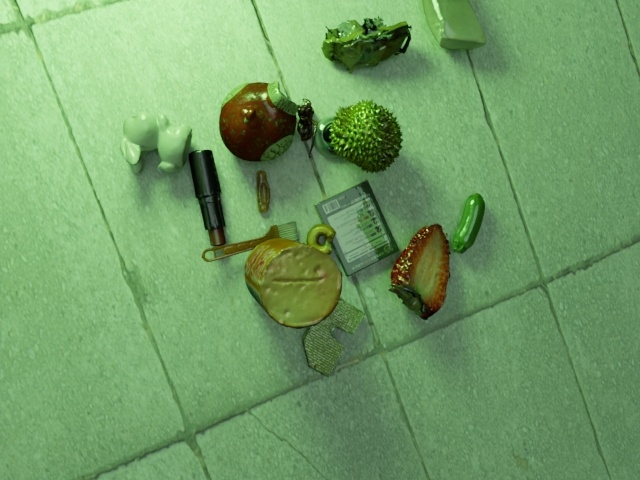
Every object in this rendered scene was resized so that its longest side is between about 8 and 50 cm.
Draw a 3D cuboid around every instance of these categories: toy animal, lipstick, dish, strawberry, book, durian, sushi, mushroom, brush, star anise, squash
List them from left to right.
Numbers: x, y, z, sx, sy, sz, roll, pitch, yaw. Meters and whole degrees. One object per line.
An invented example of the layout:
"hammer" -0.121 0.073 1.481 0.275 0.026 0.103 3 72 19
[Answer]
"toy animal" -0.483 -0.286 1.271 0.193 0.127 0.178 6 91 -13
"lipstick" -0.342 -0.129 1.320 0.081 0.081 0.299 -10 97 -10
"brush" -0.216 0.014 1.345 0.314 0.017 0.090 -15 104 -19
"star anise" -0.043 -0.356 1.364 0.070 0.097 0.190 3 90 5
"dish" 0.049 -0.343 1.392 0.141 0.078 0.141 0 90 -11
"book" 0.122 -0.041 1.431 0.202 0.027 0.264 -26 94 -9
"sushi" 0.146 -0.641 1.400 0.291 0.139 0.131 -15 73 -11
"durian" 0.152 -0.324 1.334 0.237 0.176 0.200 36 60 -30
"strawberry" 0.335 0.097 1.437 0.233 0.138 0.306 46 56 -26
"mushroom" 0.403 -0.812 1.431 0.154 0.137 0.407 -25 92 2
"squash" 0.515 -0.057 1.483 0.077 0.068 0.219 24 85 -25

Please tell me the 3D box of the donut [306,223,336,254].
"donut" 0.000 0.000 1.389 0.097 0.043 0.108 7 94 5

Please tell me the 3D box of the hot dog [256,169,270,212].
"hot dog" -0.183 -0.157 1.376 0.044 0.028 0.137 -1 89 -17

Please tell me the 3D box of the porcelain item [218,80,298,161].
"porcelain item" -0.187 -0.358 1.273 0.253 0.253 0.253 0 90 -10

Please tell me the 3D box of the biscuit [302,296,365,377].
"biscuit" 0.029 0.307 1.404 0.147 0.046 0.250 30 84 -10

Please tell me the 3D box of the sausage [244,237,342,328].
"sausage" -0.092 0.113 1.248 0.233 0.287 0.233 -1 94 -17
